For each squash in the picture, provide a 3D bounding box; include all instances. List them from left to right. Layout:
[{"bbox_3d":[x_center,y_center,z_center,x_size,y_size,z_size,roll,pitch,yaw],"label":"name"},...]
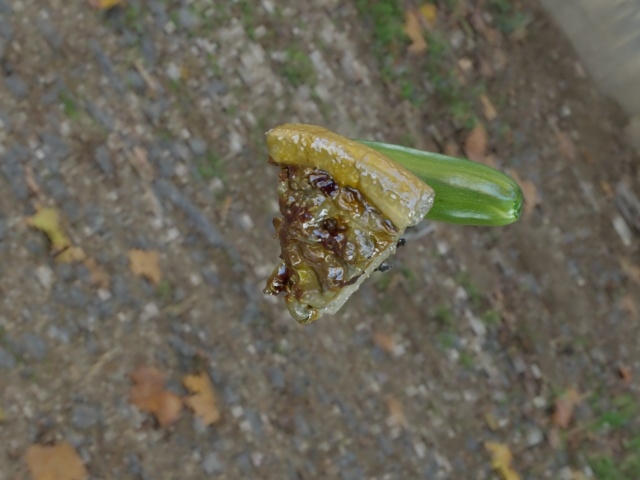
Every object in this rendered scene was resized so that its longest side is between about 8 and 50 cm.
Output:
[{"bbox_3d":[0.113,-0.069,1.746,0.082,0.292,0.082,-35,131,-53],"label":"squash"}]

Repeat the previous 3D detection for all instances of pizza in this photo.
[{"bbox_3d":[0.001,0.001,1.191,0.154,0.194,0.069,24,37,14],"label":"pizza"}]
